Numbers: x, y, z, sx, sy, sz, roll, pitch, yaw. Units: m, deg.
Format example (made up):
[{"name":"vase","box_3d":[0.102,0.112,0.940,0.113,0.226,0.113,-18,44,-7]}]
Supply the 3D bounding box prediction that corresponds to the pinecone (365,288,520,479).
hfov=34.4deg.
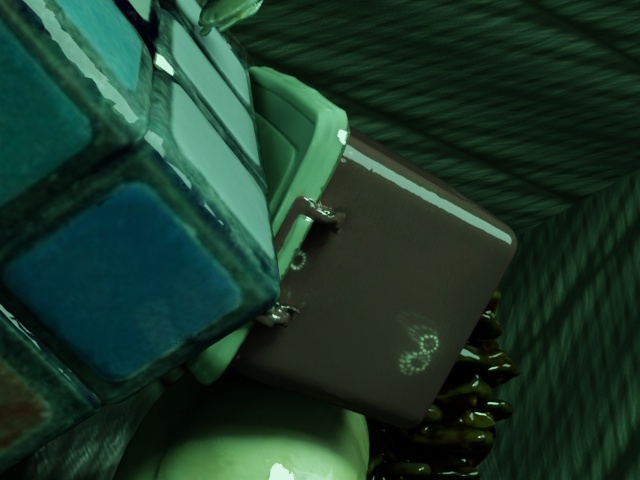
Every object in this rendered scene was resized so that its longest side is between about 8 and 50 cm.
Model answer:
[{"name":"pinecone","box_3d":[0.024,0.167,1.137,0.397,0.398,0.398,55,14,-20]}]

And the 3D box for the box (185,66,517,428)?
[{"name":"box","box_3d":[0.000,0.000,0.749,0.167,0.193,0.294,24,9,-20]}]

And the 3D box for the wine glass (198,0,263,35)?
[{"name":"wine glass","box_3d":[-0.092,-0.205,0.628,0.155,0.072,0.072,52,15,-30]}]

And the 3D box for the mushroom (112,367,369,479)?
[{"name":"mushroom","box_3d":[-0.056,0.245,0.814,0.356,0.315,0.315,36,27,-57]}]

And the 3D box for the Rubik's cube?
[{"name":"Rubik's cube","box_3d":[-0.259,-0.075,0.604,0.363,0.359,0.362,51,11,-23]}]
